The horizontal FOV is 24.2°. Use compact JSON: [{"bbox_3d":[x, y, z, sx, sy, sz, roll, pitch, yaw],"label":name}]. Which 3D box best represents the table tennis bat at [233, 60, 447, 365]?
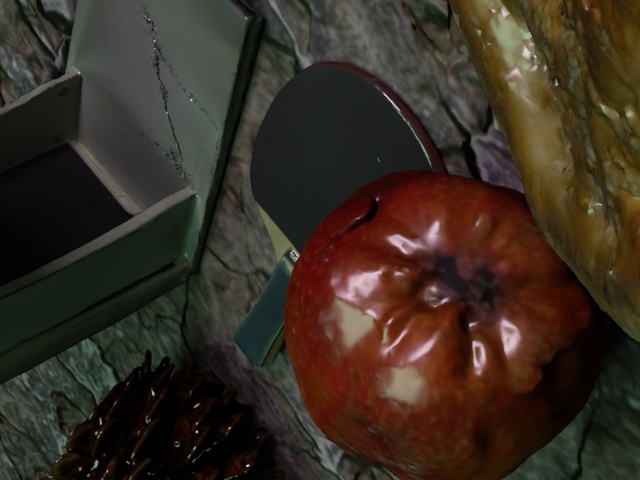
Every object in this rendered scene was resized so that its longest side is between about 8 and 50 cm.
[{"bbox_3d":[0.000,0.000,0.948,0.154,0.021,0.274,50,141,15],"label":"table tennis bat"}]

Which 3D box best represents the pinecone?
[{"bbox_3d":[-0.103,0.176,1.088,0.165,0.163,0.163,33,139,8],"label":"pinecone"}]

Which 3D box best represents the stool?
[{"bbox_3d":[-0.202,-0.057,0.963,0.170,0.243,0.270,45,142,21],"label":"stool"}]

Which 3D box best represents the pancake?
[{"bbox_3d":[0.099,-0.113,0.594,0.356,0.065,0.356,159,90,-86],"label":"pancake"}]

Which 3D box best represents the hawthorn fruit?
[{"bbox_3d":[0.067,0.050,0.794,0.173,0.173,0.179,25,158,40],"label":"hawthorn fruit"}]
